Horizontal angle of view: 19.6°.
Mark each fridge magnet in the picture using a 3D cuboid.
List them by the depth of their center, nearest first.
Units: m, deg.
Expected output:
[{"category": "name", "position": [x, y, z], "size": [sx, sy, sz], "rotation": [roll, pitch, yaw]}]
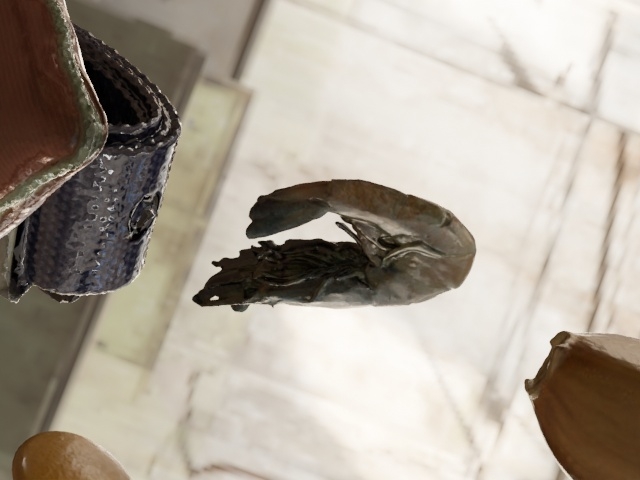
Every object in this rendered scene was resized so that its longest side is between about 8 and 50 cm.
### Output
[{"category": "fridge magnet", "position": [-0.247, 0.252, 1.857], "size": [0.063, 0.143, 0.143], "rotation": [-52, -167, 27]}]

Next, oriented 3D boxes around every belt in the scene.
[{"category": "belt", "position": [-0.189, -0.057, 1.014], "size": [0.139, 0.230, 0.126], "rotation": [-30, 146, -52]}]

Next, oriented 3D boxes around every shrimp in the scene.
[{"category": "shrimp", "position": [-0.001, 0.006, 1.750], "size": [0.178, 0.289, 0.075], "rotation": [65, 34, -46]}]

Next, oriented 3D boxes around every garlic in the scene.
[{"category": "garlic", "position": [0.249, 0.128, 1.250], "size": [0.115, 0.206, 0.128], "rotation": [-28, 121, -42]}]

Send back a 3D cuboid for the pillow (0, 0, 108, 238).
[{"category": "pillow", "position": [-0.176, -0.063, 0.848], "size": [0.179, 0.075, 0.171], "rotation": [-38, -128, 30]}]
